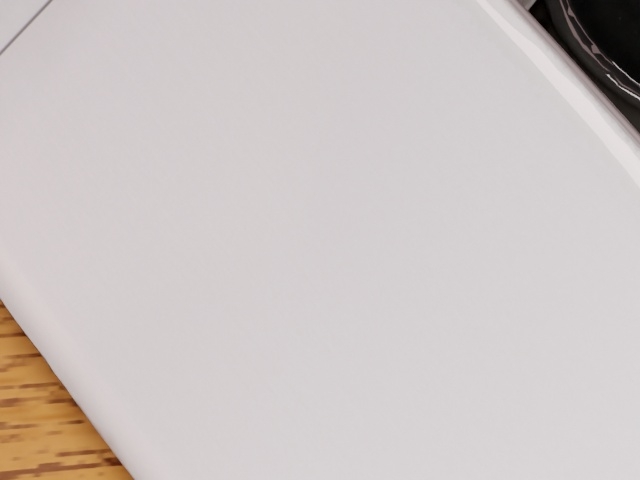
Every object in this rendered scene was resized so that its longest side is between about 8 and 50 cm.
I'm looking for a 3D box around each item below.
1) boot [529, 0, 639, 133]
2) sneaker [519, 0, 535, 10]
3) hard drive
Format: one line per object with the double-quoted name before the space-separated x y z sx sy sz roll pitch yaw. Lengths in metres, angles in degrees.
"boot" 0.287 -0.131 0.807 0.348 0.260 0.131 16 58 -4
"sneaker" 0.029 -0.142 0.805 0.147 0.104 0.296 36 84 8
"hard drive" 0.000 0.000 0.713 0.233 0.047 0.353 -44 74 14
